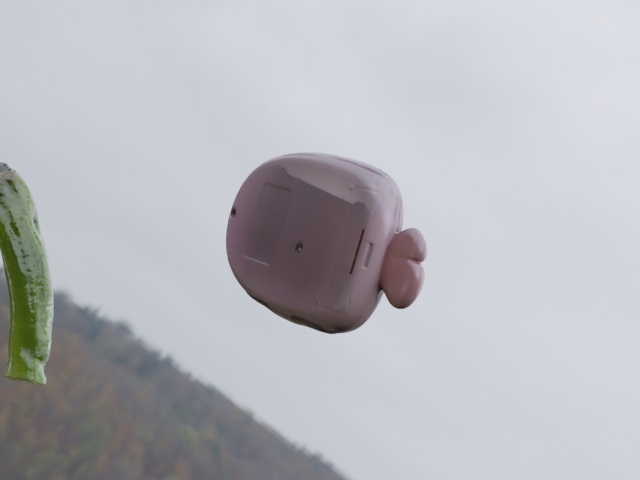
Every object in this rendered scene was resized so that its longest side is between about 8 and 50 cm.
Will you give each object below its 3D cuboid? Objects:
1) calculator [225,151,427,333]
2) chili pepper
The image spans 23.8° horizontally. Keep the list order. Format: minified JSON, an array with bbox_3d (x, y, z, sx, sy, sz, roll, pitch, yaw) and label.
[{"bbox_3d":[0.000,0.000,0.895,0.024,0.103,0.166,15,1,-43],"label":"calculator"},{"bbox_3d":[-0.259,0.026,1.306,0.050,0.052,0.202,-15,-97,53],"label":"chili pepper"}]
